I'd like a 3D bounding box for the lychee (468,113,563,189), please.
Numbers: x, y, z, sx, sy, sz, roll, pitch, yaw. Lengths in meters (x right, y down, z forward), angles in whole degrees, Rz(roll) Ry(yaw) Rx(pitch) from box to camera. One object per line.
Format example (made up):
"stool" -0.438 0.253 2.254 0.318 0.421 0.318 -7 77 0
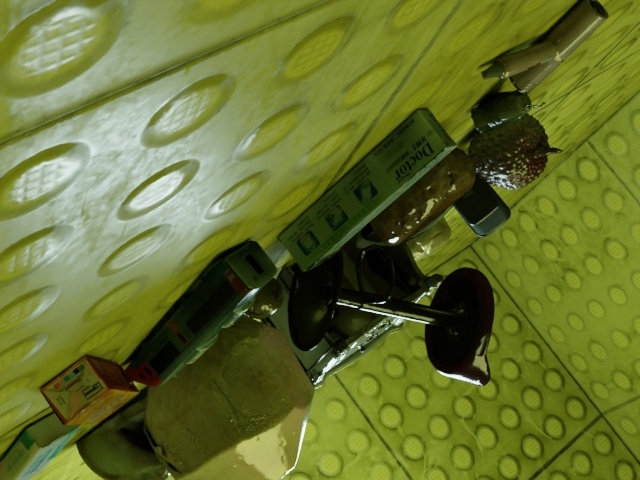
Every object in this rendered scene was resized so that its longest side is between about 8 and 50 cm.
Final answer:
"lychee" 0.401 -0.185 1.961 0.197 0.165 0.165 10 -152 42

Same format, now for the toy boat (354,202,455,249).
"toy boat" 0.179 -0.063 1.919 0.262 0.114 0.115 -33 174 -19

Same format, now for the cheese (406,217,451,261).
"cheese" 0.218 -0.001 2.362 0.214 0.117 0.226 -33 176 17

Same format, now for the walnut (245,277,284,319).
"walnut" -0.111 0.110 1.819 0.092 0.092 0.092 -36 170 -7

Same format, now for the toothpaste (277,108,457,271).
"toothpaste" 0.074 -0.078 1.567 0.336 0.081 0.067 -41 169 25

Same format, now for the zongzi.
"zongzi" 0.365 -0.259 1.744 0.154 0.062 0.130 -21 -173 46

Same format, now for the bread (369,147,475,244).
"bread" 0.180 -0.096 1.745 0.230 0.123 0.230 -38 170 -8

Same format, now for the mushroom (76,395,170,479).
"mushroom" -0.365 0.439 2.166 0.292 0.212 0.217 -45 162 8

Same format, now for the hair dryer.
"hair dryer" 0.350 -0.316 1.554 0.220 0.054 0.195 -16 157 -48

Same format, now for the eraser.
"eraser" -0.524 0.386 1.735 0.095 0.052 0.225 -30 168 -47

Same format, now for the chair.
"chair" 0.161 0.134 1.787 0.401 0.227 0.226 15 143 -23

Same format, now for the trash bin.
"trash bin" 0.338 -0.101 2.129 0.101 0.177 0.236 -38 166 10

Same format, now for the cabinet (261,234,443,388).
"cabinet" 0.060 0.128 2.061 0.290 0.227 0.318 -32 169 -23

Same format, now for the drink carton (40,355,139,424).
"drink carton" -0.375 0.250 1.563 0.096 0.071 0.223 -37 170 -6

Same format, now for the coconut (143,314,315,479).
"coconut" -0.176 0.331 1.867 0.352 0.353 0.352 -36 170 -7

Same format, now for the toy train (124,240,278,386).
"toy train" -0.213 0.146 1.611 0.086 0.089 0.409 -34 171 -48
